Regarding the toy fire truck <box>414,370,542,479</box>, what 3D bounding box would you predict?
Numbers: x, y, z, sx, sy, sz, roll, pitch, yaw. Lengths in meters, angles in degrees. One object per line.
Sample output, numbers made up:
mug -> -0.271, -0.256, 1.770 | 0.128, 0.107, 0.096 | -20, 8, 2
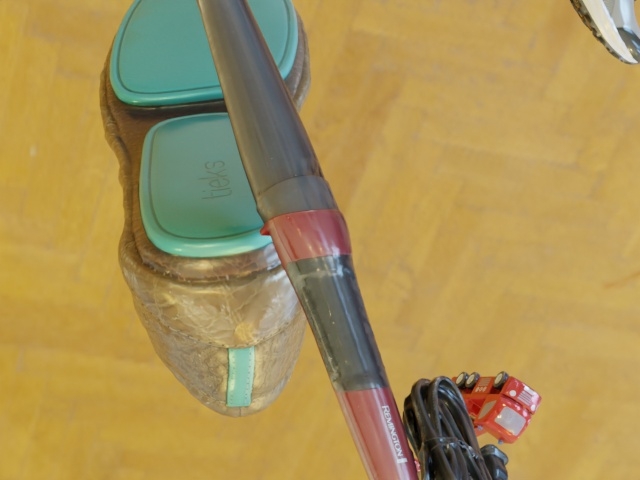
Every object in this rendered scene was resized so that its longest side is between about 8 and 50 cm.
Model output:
toy fire truck -> 0.147, 0.208, 1.523 | 0.047, 0.135, 0.192 | 35, 163, -16

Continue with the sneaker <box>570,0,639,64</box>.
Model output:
sneaker -> 0.299, -0.303, 1.514 | 0.108, 0.100, 0.271 | -26, 119, 5

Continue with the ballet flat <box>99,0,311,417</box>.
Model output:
ballet flat -> -0.052, -0.032, 0.741 | 0.116, 0.342, 0.124 | -6, 123, -6

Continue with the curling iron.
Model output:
curling iron -> 0.000, 0.000, 0.558 | 0.035, 0.274, 0.068 | -35, 157, 20
